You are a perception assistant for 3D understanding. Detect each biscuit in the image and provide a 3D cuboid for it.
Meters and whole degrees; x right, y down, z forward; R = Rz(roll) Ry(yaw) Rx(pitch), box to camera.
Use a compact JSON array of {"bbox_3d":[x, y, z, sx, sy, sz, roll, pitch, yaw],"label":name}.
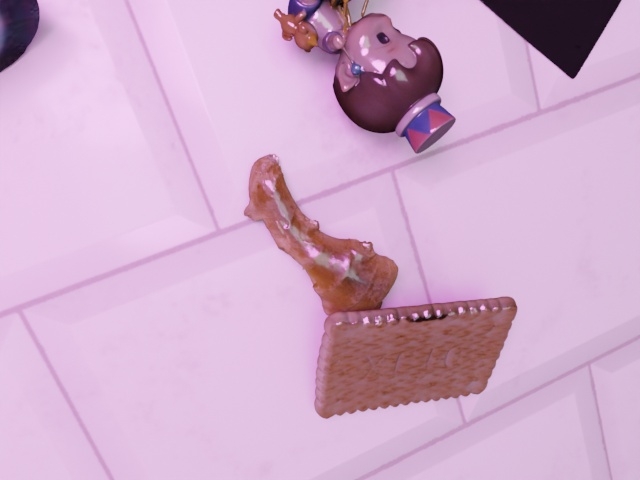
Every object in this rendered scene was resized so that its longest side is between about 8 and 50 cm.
[{"bbox_3d":[0.150,0.185,0.696,0.324,0.044,0.217,-3,122,-15],"label":"biscuit"}]

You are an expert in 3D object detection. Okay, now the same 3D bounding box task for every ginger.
[{"bbox_3d":[0.000,0.000,0.636,0.131,0.086,0.294,-35,102,17],"label":"ginger"}]

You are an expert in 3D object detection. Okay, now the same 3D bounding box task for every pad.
[{"bbox_3d":[0.362,-0.402,0.697,0.265,0.009,0.160,29,94,-17],"label":"pad"}]

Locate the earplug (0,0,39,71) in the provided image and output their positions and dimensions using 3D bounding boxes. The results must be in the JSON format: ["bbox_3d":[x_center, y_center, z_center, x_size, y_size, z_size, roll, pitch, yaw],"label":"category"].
[{"bbox_3d":[-0.471,-0.326,0.417,0.185,0.185,0.324,-40,101,-5],"label":"earplug"}]

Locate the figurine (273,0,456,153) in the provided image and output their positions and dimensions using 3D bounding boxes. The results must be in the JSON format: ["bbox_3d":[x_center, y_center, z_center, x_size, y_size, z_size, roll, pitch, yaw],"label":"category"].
[{"bbox_3d":[0.077,-0.244,0.571,0.275,0.158,0.161,52,45,-15],"label":"figurine"}]
